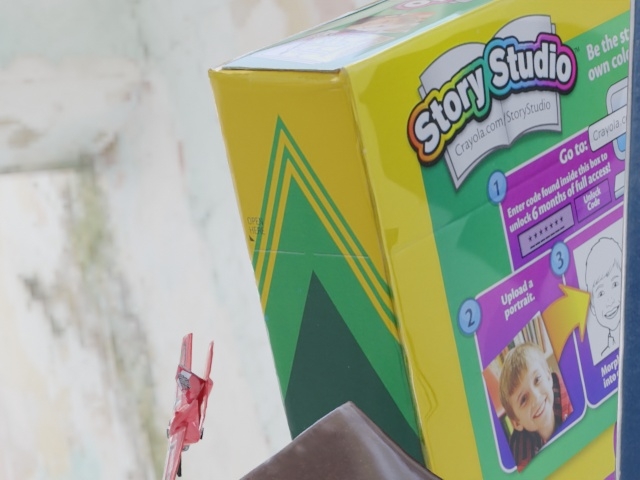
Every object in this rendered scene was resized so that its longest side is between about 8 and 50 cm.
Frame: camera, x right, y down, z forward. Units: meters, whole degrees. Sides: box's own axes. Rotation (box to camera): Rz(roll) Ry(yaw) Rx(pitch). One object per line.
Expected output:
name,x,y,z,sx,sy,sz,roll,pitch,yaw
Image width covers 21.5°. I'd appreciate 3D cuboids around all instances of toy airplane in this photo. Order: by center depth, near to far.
toy airplane,-0.095,0.123,1.224,0.151,0.028,0.151,-172,-90,-85

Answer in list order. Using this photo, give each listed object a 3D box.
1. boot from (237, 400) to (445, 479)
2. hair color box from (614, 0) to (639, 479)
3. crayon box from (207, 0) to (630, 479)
boot,0.075,0.127,0.632,0.207,0.248,0.090,47,-15,30
hair color box,0.152,0.060,0.425,0.105,0.174,0.347,7,-77,32
crayon box,0.120,-0.002,0.997,0.106,0.363,0.313,2,-69,42
